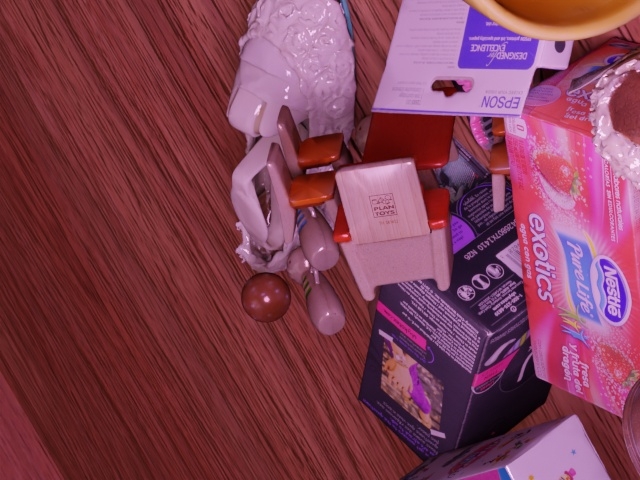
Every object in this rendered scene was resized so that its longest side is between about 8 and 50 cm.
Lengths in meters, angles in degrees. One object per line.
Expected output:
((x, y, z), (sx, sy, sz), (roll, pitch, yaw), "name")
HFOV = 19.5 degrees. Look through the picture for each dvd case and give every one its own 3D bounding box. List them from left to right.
((0.128, -0.078, 1.945), (0.119, 0.013, 0.087), (47, 149, 20), "dvd case")

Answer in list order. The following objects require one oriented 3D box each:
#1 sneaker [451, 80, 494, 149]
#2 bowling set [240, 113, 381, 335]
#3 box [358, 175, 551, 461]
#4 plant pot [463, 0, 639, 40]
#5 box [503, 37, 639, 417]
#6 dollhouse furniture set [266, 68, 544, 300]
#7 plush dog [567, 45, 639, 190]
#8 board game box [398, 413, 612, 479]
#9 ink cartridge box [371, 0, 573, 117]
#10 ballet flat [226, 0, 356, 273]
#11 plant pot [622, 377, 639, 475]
((0.151, -0.146, 1.825), (0.057, 0.047, 0.119), (-138, 26, -70), "sneaker")
((0.000, 0.000, 2.008), (0.154, 0.200, 0.287), (-114, 19, -49), "bowling set")
((0.156, 0.093, 1.910), (0.143, 0.165, 0.270), (42, 149, 24), "box")
((0.155, -0.313, 1.470), (0.239, 0.254, 0.254), (45, 152, 54), "plant pot")
((0.277, -0.006, 1.650), (0.142, 0.154, 0.300), (25, 136, 42), "box")
((0.078, -0.073, 1.693), (0.262, 0.259, 0.135), (-8, 121, 12), "dollhouse furniture set")
((0.333, -0.068, 1.439), (0.225, 0.262, 0.210), (62, 170, -4), "plush dog")
((0.193, 0.305, 1.779), (0.224, 0.097, 0.303), (59, 152, 1), "board game box")
((0.146, -0.203, 1.642), (0.206, 0.045, 0.208), (9, 81, 53), "ink cartridge box")
((-0.039, -0.115, 2.043), (0.147, 0.147, 0.409), (36, 143, 34), "ballet flat")
((0.333, 0.112, 1.369), (0.167, 0.167, 0.165), (47, 140, 18), "plant pot")
